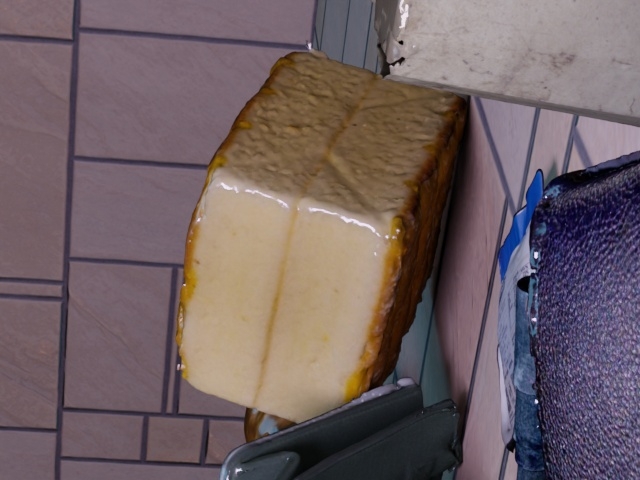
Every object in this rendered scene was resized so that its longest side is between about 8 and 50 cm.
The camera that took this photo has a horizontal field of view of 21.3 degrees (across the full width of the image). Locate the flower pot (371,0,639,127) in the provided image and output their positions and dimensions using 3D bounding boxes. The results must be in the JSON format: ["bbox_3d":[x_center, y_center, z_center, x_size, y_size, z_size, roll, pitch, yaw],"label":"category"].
[{"bbox_3d":[0.132,-0.143,0.896,0.212,0.202,0.212,-179,90,-86],"label":"flower pot"}]

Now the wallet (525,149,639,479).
[{"bbox_3d":[0.171,0.083,0.814,0.221,0.071,0.262,166,106,-74],"label":"wallet"}]

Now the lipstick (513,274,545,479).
[{"bbox_3d":[0.152,0.142,1.188,0.053,0.053,0.234,-106,19,-72],"label":"lipstick"}]

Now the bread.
[{"bbox_3d":[0.000,0.000,1.635,0.279,0.207,0.279,-63,-12,-51],"label":"bread"}]

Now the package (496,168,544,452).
[{"bbox_3d":[0.158,0.057,1.312,0.171,0.027,0.173,99,173,-64],"label":"package"}]

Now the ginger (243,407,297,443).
[{"bbox_3d":[0.021,0.268,1.876,0.274,0.152,0.357,61,-172,-22],"label":"ginger"}]

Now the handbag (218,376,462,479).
[{"bbox_3d":[0.018,0.274,1.535,0.079,0.260,0.247,24,120,40],"label":"handbag"}]
